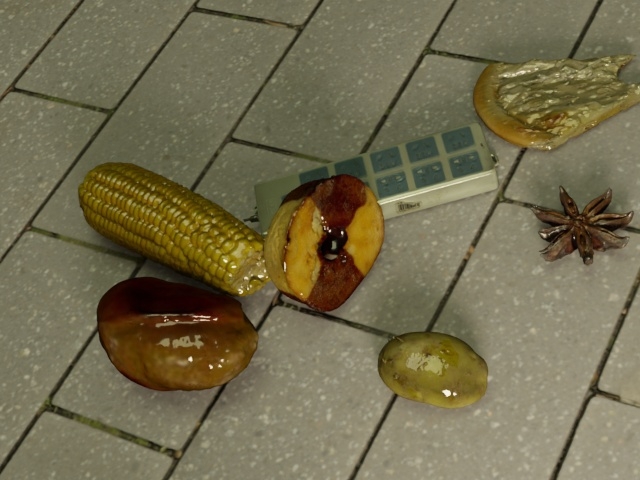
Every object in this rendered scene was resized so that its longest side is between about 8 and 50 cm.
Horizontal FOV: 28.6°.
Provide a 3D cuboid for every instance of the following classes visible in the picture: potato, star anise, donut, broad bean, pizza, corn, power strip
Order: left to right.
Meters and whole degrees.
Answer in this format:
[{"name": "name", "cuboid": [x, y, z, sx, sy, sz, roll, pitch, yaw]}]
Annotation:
[{"name": "corn", "cuboid": [-0.206, -0.021, 1.730, 0.363, 0.120, 0.120, 24, 62, 36]}, {"name": "broad bean", "cuboid": [-0.187, 0.122, 1.617, 0.228, 0.122, 0.156, 16, 32, 21]}, {"name": "donut", "cuboid": [0.000, 0.000, 1.639, 0.073, 0.166, 0.184, 7, 62, 43]}, {"name": "power strip", "cuboid": [0.068, -0.073, 1.749, 0.367, 0.043, 0.106, -16, 48, 4]}, {"name": "potato", "cuboid": [0.134, 0.154, 1.521, 0.137, 0.070, 0.092, 8, 55, 23]}, {"name": "pizza", "cuboid": [0.348, -0.206, 1.779, 0.262, 0.034, 0.181, -11, 48, 8]}, {"name": "star anise", "cuboid": [0.338, -0.014, 1.616, 0.141, 0.042, 0.141, -10, 46, 11]}]
